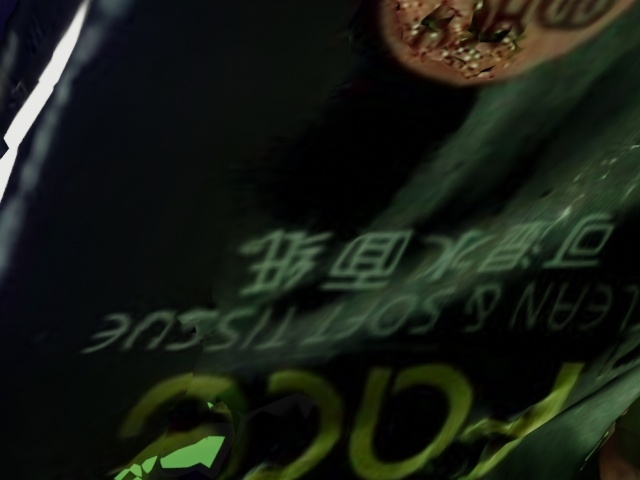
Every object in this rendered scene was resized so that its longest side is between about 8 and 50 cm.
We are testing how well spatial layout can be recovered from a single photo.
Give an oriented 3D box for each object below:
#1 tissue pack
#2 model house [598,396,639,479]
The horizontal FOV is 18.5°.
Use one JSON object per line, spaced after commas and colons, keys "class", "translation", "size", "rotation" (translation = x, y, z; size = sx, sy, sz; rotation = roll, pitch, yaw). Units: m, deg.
{"class": "tissue pack", "translation": [0.000, 0.000, 0.468], "size": [0.245, 0.123, 0.332], "rotation": [2, 133, -34]}
{"class": "model house", "translation": [0.196, 0.116, 0.656], "size": [0.329, 0.252, 0.295], "rotation": [-27, 134, -11]}
